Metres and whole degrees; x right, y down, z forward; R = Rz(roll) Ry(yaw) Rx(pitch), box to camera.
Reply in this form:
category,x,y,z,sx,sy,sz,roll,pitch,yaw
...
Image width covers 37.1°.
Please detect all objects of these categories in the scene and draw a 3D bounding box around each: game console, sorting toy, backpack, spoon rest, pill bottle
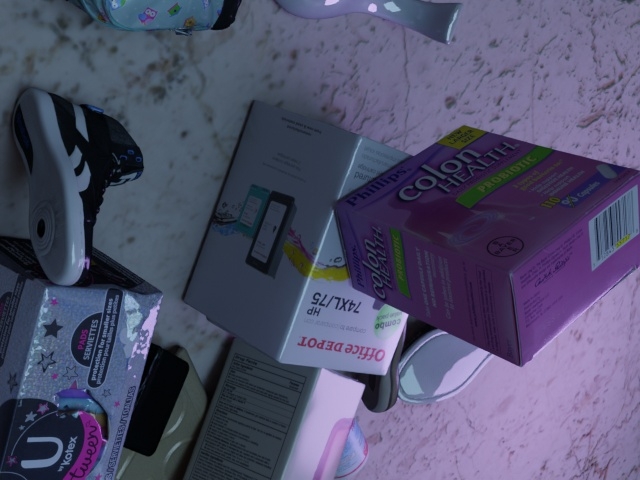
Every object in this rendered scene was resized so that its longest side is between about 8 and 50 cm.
category,x,y,z,sx,sy,sz,roll,pitch,yaw
game console,-0.227,0.180,1.128,0.071,0.107,0.122,109,2,-74
sorting toy,-0.212,0.309,1.228,0.229,0.041,0.307,-41,131,-29
backpack,-0.165,-0.275,0.952,0.182,0.115,0.151,-13,119,-36
spoon rest,0.046,-0.316,1.173,0.276,0.084,0.137,18,94,-33
pill bottle,0.008,0.269,1.376,0.087,0.087,0.160,-43,133,-21

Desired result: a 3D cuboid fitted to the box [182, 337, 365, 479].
category,x,y,z,sx,sy,sz,roll,pitch,yaw
box,-0.063,0.263,1.230,0.127,0.149,0.232,32,75,-53

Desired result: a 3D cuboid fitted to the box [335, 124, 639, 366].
category,x,y,z,sx,sy,sz,roll,pitch,yaw
box,0.180,-0.008,1.018,0.214,0.243,0.117,-33,125,-29

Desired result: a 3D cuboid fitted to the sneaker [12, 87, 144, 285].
category,x,y,z,sx,sy,sz,roll,pitch,yaw
sneaker,-0.222,-0.053,0.941,0.121,0.216,0.079,8,144,-42

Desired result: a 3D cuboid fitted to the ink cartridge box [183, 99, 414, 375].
category,x,y,z,sx,sy,sz,roll,pitch,yaw
ink cartridge box,0.000,0.000,1.169,0.198,0.197,0.270,14,98,-45

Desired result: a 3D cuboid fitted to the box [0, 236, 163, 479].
category,x,y,z,sx,sy,sz,roll,pitch,yaw
box,-0.287,0.139,0.985,0.142,0.163,0.247,6,104,-44

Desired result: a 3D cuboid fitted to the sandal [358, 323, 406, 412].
category,x,y,z,sx,sy,sz,roll,pitch,yaw
sandal,0.064,0.128,1.353,0.086,0.120,0.302,-7,120,-12

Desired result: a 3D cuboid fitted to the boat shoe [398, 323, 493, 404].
category,x,y,z,sx,sy,sz,roll,pitch,yaw
boat shoe,0.208,0.167,1.516,0.303,0.091,0.114,-22,103,-33
